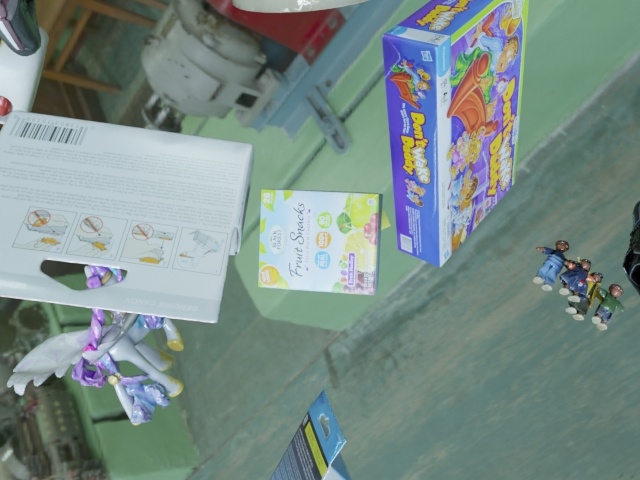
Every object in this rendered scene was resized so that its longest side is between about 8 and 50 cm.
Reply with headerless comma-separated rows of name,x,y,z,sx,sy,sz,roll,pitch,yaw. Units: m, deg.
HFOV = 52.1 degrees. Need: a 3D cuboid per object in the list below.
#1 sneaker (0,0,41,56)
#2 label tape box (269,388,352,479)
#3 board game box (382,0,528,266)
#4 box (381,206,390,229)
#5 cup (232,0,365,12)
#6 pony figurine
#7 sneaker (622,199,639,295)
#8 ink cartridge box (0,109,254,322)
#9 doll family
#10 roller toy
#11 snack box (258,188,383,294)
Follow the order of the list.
sneaker,-0.389,-0.393,0.877,0.106,0.162,0.281,-114,12,-49
label tape box,-0.009,0.585,1.629,0.348,0.115,0.249,-61,20,9
board game box,0.194,-0.167,0.916,0.078,0.233,0.347,24,142,32
box,0.015,-0.004,1.273,0.087,0.232,0.058,151,96,-80
cup,-0.026,-0.608,1.292,0.331,0.331,0.237,26,133,40
pony figurine,-0.453,0.227,1.444,0.302,0.363,0.351,-19,28,20
sneaker,0.499,0.015,0.984,0.232,0.090,0.081,-87,7,-46
ink cartridge box,-0.220,-0.020,0.686,0.060,0.275,0.239,102,174,-54
doll family,0.486,0.076,1.233,0.111,0.193,0.076,-52,13,-23
roller toy,-0.588,-0.312,1.184,0.191,0.146,0.209,-70,25,13
snack box,0.000,0.000,1.141,0.207,0.070,0.175,3,95,12
